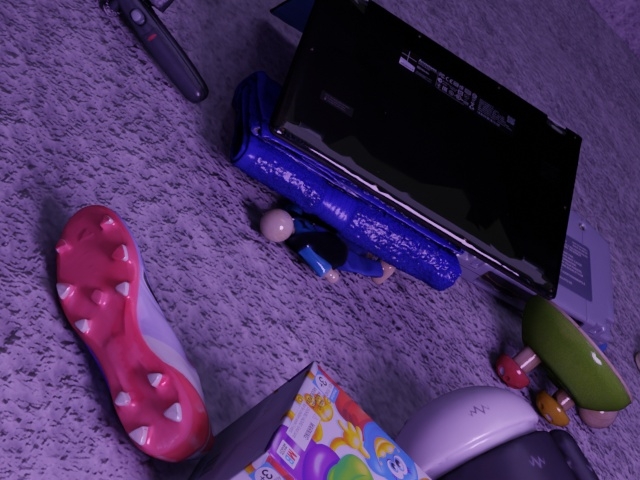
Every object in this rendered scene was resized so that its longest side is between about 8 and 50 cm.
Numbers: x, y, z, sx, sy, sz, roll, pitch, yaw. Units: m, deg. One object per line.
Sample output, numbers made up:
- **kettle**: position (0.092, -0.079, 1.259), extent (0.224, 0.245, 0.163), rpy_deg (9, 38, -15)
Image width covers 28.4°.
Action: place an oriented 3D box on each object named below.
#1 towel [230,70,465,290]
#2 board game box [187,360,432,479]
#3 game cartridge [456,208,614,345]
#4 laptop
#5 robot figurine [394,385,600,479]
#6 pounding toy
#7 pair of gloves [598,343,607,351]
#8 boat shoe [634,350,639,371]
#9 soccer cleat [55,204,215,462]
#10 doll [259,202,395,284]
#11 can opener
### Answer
- **towel**: position (0.036, -0.081, 1.494), extent (0.308, 0.076, 0.227), rpy_deg (32, 23, -19)
- **board game box**: position (0.026, 0.266, 1.071), extent (0.275, 0.142, 0.144), rpy_deg (46, 29, -8)
- **game cartridge**: position (0.295, 0.009, 1.789), extent (0.297, 0.062, 0.198), rpy_deg (28, 44, -26)
- **laptop**: position (0.098, -0.125, 1.567), extent (0.382, 0.236, 0.408), rpy_deg (30, 50, -15)
- **robot figurine**: position (0.179, 0.280, 1.249), extent (0.209, 0.173, 0.278), rpy_deg (12, 46, -62)
- **pounding toy**: position (0.300, 0.178, 1.637), extent (0.183, 0.110, 0.237), rpy_deg (49, -3, 21)
- **pair of gloves**: position (0.350, 0.095, 1.858), extent (0.198, 0.023, 0.159), rpy_deg (51, 28, 0)
- **boat shoe**: position (0.535, 0.227, 1.939), extent (0.056, 0.048, 0.153), rpy_deg (20, 41, -43)
- **soccer cleat**: position (-0.162, 0.082, 1.103), extent (0.248, 0.083, 0.095), rpy_deg (62, 6, 26)
- **doll**: position (0.000, 0.000, 1.445), extent (0.189, 0.046, 0.129), rpy_deg (16, 34, -46)
- **can opener**: position (-0.187, -0.237, 1.446), extent (0.186, 0.073, 0.059), rpy_deg (60, 21, -2)
